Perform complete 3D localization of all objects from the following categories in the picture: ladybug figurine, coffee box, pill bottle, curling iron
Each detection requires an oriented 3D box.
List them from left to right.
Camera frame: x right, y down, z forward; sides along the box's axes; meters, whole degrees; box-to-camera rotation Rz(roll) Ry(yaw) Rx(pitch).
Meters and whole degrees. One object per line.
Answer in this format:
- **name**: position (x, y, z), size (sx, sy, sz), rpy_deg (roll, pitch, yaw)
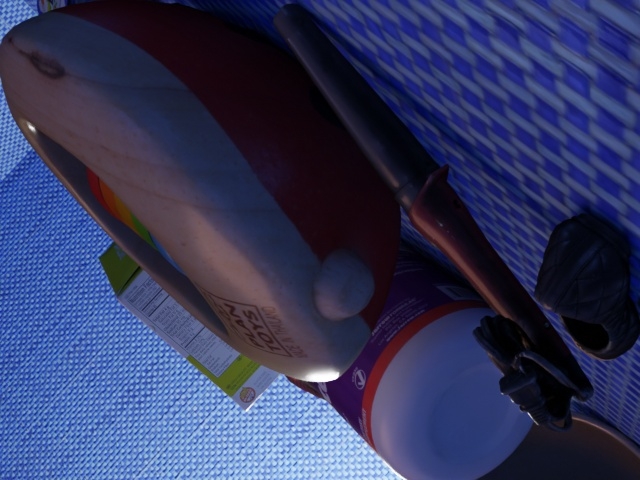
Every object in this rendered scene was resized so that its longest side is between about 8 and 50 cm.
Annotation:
- **ladybug figurine**: position (-0.087, -0.057, 0.768), size (0.449, 0.162, 0.305), rpy_deg (34, 161, 46)
- **coffee box**: position (-0.179, 0.050, 1.910), size (0.334, 0.338, 0.338), rpy_deg (44, 176, -21)
- **pill bottle**: position (0.067, 0.100, 1.032), size (0.181, 0.181, 0.323), rpy_deg (45, 176, -34)
- **curling iron**: position (0.058, -0.020, 0.529), size (0.274, 0.035, 0.068), rpy_deg (58, -163, 12)

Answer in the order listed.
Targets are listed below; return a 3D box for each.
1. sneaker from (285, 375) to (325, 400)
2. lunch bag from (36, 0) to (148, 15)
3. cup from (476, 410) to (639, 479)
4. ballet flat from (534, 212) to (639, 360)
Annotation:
- **sneaker**: position (0.070, 0.169, 1.196), size (0.276, 0.097, 0.135), rpy_deg (14, -179, 20)
- **lunch bag**: position (-0.224, -0.234, 0.991), size (0.129, 0.096, 0.151), rpy_deg (42, 164, 53)
- **cup**: position (0.265, 0.380, 1.099), size (0.331, 0.331, 0.237), rpy_deg (39, 177, 44)
- **ballet flat**: position (0.134, 0.033, 0.526), size (0.057, 0.049, 0.173), rpy_deg (42, 177, 27)
